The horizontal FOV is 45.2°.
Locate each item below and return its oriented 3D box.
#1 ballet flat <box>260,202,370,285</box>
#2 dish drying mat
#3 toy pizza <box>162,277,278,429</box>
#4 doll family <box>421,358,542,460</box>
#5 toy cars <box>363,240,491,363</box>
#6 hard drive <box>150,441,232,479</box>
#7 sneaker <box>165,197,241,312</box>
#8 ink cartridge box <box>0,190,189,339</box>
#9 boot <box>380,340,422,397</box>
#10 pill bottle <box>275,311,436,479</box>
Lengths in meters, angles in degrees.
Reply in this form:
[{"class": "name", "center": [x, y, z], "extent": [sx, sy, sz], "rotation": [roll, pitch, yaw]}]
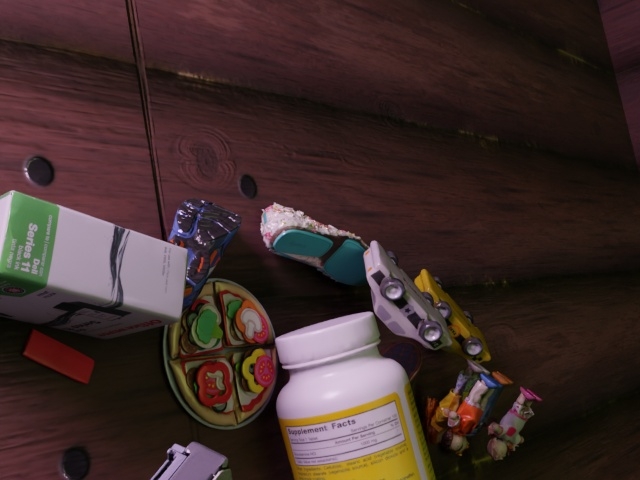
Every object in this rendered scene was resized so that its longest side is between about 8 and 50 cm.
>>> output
[{"class": "ballet flat", "center": [0.000, 0.000, 1.184], "extent": [0.241, 0.091, 0.077], "rotation": [28, 24, -46]}, {"class": "dish drying mat", "center": [-0.289, 0.130, 0.851], "extent": [0.083, 0.008, 0.032], "rotation": [37, 50, -34]}, {"class": "toy pizza", "center": [-0.122, 0.147, 1.019], "extent": [0.201, 0.032, 0.201], "rotation": [20, 62, -44]}, {"class": "doll family", "center": [0.257, 0.296, 1.316], "extent": [0.263, 0.118, 0.163], "rotation": [25, 99, -47]}, {"class": "toy cars", "center": [0.164, 0.124, 1.267], "extent": [0.393, 0.087, 0.176], "rotation": [27, 30, -58]}, {"class": "hard drive", "center": [-0.162, 0.381, 0.722], "extent": [0.237, 0.064, 0.339], "rotation": [-48, 149, -47]}, {"class": "sneaker", "center": [-0.168, 0.019, 0.986], "extent": [0.083, 0.087, 0.221], "rotation": [26, 34, 1]}, {"class": "ink cartridge box", "center": [-0.264, 0.035, 0.800], "extent": [0.208, 0.153, 0.087], "rotation": [22, 62, -42]}, {"class": "boot", "center": [0.119, 0.260, 1.250], "extent": [0.219, 0.082, 0.106], "rotation": [-56, 147, -56]}, {"class": "pill bottle", "center": [0.048, 0.276, 1.049], "extent": [0.188, 0.188, 0.334], "rotation": [-11, 86, -50]}]
